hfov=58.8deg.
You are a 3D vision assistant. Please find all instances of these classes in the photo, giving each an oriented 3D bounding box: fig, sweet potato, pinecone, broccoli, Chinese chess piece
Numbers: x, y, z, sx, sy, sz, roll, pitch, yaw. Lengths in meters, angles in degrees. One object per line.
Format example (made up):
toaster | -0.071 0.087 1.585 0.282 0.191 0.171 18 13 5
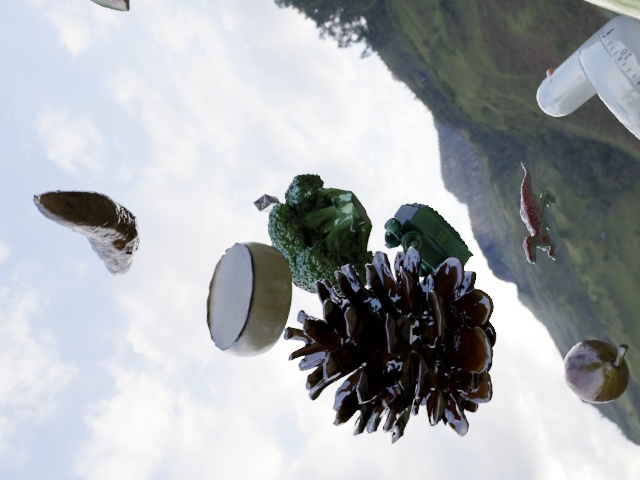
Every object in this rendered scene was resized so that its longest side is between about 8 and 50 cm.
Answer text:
fig | 0.390 0.177 0.782 0.125 0.088 0.089 78 180 -70
sweet potato | -0.399 -0.022 1.058 0.114 0.341 0.092 -37 -108 -12
pinecone | 0.084 0.135 0.718 0.264 0.264 0.264 29 -132 -37
broccoli | 0.006 0.004 1.652 0.413 0.309 0.321 -100 0 -46
Chinese chess piece | -0.162 0.129 1.263 0.104 0.257 0.257 13 -122 -32

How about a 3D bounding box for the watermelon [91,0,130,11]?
watermelon | -0.367 -0.440 0.918 0.135 0.094 0.125 -14 -66 -38

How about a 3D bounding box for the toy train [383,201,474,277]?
toy train | 0.179 0.004 0.942 0.172 0.070 0.099 40 -98 -27

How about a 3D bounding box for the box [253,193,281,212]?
box | -0.155 -0.109 1.680 0.036 0.050 0.117 56 -168 7

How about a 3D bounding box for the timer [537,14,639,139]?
timer | 0.500 -0.238 0.907 0.233 0.240 0.234 24 -136 -26

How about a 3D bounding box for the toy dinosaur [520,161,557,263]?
toy dinosaur | 0.454 -0.067 1.217 0.167 0.053 0.242 1 -108 -42

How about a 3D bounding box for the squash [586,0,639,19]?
squash | 0.284 -0.294 0.537 0.132 0.133 0.247 1 -147 -50
